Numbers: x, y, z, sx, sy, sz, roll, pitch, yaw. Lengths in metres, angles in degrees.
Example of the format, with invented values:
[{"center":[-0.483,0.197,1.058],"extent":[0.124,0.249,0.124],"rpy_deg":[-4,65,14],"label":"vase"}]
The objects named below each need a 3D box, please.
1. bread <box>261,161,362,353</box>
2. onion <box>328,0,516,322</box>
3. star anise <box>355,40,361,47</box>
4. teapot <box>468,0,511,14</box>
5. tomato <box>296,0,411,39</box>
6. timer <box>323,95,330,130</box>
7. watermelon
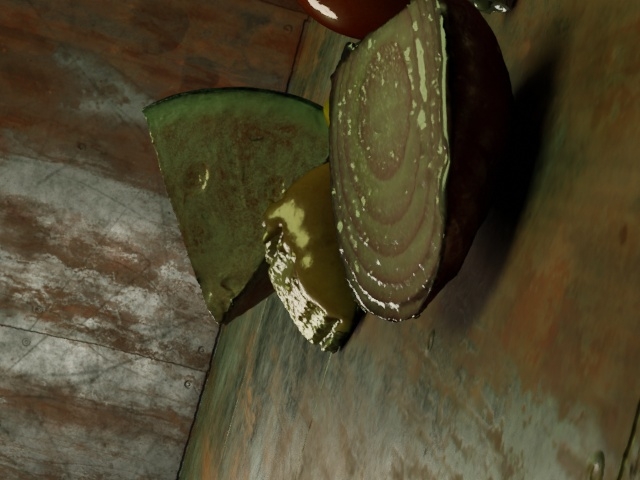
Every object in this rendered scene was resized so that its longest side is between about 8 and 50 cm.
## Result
[{"center":[-0.006,-0.007,1.577],"extent":[0.174,0.133,0.251],"rpy_deg":[109,173,-68],"label":"bread"},{"center":[0.095,-0.059,1.075],"extent":[0.250,0.111,0.247],"rpy_deg":[155,112,-66],"label":"onion"},{"center":[0.080,-0.252,1.700],"extent":[0.197,0.073,0.212],"rpy_deg":[162,126,-77],"label":"star anise"},{"center":[0.152,-0.237,1.195],"extent":[0.083,0.064,0.064],"rpy_deg":[15,-97,-65],"label":"teapot"},{"center":[0.066,-0.348,1.456],"extent":[0.256,0.225,0.255],"rpy_deg":[9,-90,-90],"label":"tomato"},{"center":[0.056,-0.158,1.521],"extent":[0.107,0.107,0.109],"rpy_deg":[-87,-17,-60],"label":"timer"},{"center":[-0.110,-0.062,1.774],"extent":[0.292,0.250,0.283],"rpy_deg":[-44,-30,-14],"label":"watermelon"}]
